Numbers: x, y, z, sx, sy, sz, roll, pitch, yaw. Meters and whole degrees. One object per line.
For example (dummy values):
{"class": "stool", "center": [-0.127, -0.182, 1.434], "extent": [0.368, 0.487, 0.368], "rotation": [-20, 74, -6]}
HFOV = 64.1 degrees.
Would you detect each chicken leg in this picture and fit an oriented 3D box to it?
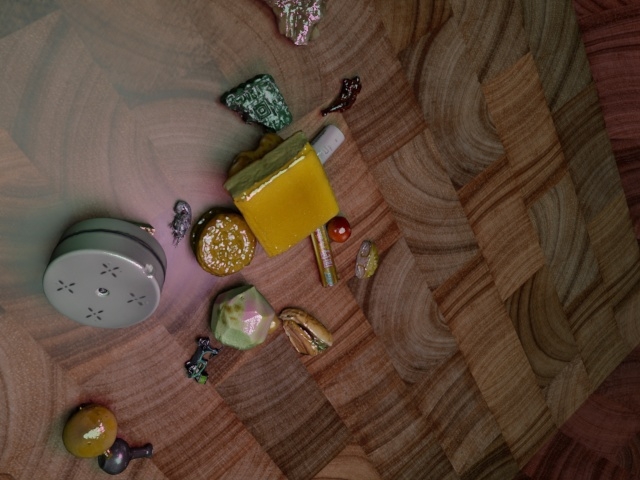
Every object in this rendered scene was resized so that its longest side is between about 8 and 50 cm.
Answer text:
{"class": "chicken leg", "center": [0.087, -0.541, 1.945], "extent": [0.089, 0.048, 0.219], "rotation": [38, 83, -25]}

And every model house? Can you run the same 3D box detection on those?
{"class": "model house", "center": [-0.621, 0.014, 1.674], "extent": [0.126, 0.100, 0.149], "rotation": [11, 97, -28]}

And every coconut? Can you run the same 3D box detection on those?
{"class": "coconut", "center": [-0.275, 0.270, 1.843], "extent": [0.204, 0.235, 0.236], "rotation": [10, 96, -45]}

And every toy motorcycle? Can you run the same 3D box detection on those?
{"class": "toy motorcycle", "center": [-0.433, 0.438, 1.883], "extent": [0.100, 0.058, 0.173], "rotation": [24, 90, -36]}

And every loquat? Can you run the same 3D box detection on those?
{"class": "loquat", "center": [-0.758, 0.641, 1.699], "extent": [0.172, 0.149, 0.205], "rotation": [-39, 93, -22]}

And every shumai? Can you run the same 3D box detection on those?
{"class": "shumai", "center": [-0.092, -0.849, 1.756], "extent": [0.345, 0.217, 0.283], "rotation": [-17, 141, -9]}

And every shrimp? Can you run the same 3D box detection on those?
{"class": "shrimp", "center": [-0.482, -0.052, 1.755], "extent": [0.065, 0.056, 0.165], "rotation": [20, 81, -44]}

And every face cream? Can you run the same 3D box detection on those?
{"class": "face cream", "center": [-0.039, -0.295, 1.909], "extent": [0.092, 0.092, 0.311], "rotation": [44, 80, -27]}

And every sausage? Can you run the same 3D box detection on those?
{"class": "sausage", "center": [0.000, 0.000, 1.999], "extent": [0.082, 0.082, 0.372], "rotation": [-21, 109, -22]}

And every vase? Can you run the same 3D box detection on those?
{"class": "vase", "center": [-0.680, 0.754, 1.799], "extent": [0.182, 0.120, 0.120], "rotation": [13, 95, -43]}

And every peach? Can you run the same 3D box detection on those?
{"class": "peach", "center": [0.072, -0.044, 2.013], "extent": [0.100, 0.100, 0.101], "rotation": [-6, 103, -26]}

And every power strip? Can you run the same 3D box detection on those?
{"class": "power strip", "center": [-0.660, 0.106, 1.562], "extent": [0.356, 0.162, 0.358], "rotation": [-3, 131, -4]}

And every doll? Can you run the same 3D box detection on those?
{"class": "doll", "center": [-0.207, -0.254, 1.793], "extent": [0.269, 0.162, 0.167], "rotation": [-34, 146, -3]}

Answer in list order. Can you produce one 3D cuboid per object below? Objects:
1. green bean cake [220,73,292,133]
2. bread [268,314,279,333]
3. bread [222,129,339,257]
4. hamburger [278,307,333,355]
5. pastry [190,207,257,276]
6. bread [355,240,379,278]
{"class": "green bean cake", "center": [-0.215, -0.454, 1.778], "extent": [0.193, 0.107, 0.209], "rotation": [-37, 116, -17]}
{"class": "bread", "center": [-0.206, 0.309, 1.969], "extent": [0.082, 0.056, 0.115], "rotation": [-37, 115, -16]}
{"class": "bread", "center": [-0.120, -0.147, 1.718], "extent": [0.323, 0.143, 0.333], "rotation": [-34, 135, -9]}
{"class": "hamburger", "center": [-0.053, 0.338, 2.005], "extent": [0.135, 0.155, 0.208], "rotation": [-46, 110, -36]}
{"class": "pastry", "center": [-0.332, 0.011, 1.800], "extent": [0.235, 0.132, 0.240], "rotation": [23, 90, -28]}
{"class": "bread", "center": [0.201, 0.090, 2.124], "extent": [0.094, 0.083, 0.157], "rotation": [26, 87, -41]}
